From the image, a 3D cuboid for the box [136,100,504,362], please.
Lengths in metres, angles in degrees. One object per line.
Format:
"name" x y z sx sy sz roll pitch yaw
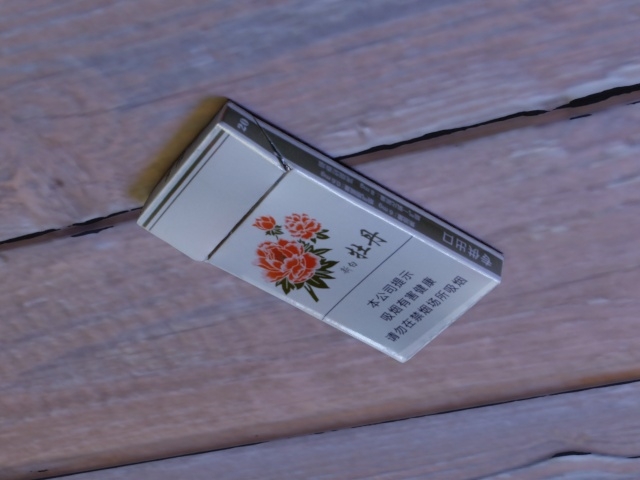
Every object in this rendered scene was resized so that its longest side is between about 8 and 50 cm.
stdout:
"box" 0.000 0.000 1.008 0.198 0.029 0.109 28 136 -17
